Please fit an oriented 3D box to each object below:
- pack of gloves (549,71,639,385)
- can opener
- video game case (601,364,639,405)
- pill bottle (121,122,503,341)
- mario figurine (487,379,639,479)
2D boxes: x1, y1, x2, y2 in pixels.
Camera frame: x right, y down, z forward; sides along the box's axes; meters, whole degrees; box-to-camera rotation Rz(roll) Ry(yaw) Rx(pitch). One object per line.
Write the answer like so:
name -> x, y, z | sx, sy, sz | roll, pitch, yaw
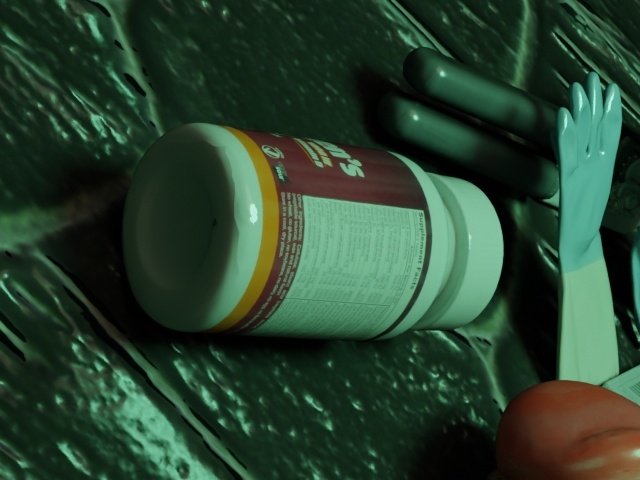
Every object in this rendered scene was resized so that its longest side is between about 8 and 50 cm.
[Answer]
pack of gloves -> 0.215, -0.018, 1.271 | 0.195, 0.046, 0.232 | -15, 108, -49
can opener -> 0.157, -0.074, 1.291 | 0.280, 0.074, 0.093 | 17, 20, -38
video game case -> 0.323, 0.147, 1.278 | 0.183, 0.023, 0.201 | 44, 36, 23
pill bottle -> 0.000, 0.000, 1.041 | 0.221, 0.121, 0.121 | 5, 62, -41
mario figurine -> 0.171, 0.246, 1.071 | 0.198, 0.170, 0.321 | 31, 46, -65
